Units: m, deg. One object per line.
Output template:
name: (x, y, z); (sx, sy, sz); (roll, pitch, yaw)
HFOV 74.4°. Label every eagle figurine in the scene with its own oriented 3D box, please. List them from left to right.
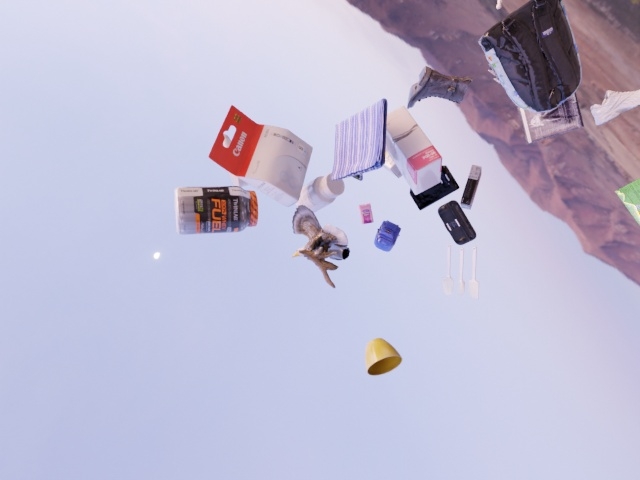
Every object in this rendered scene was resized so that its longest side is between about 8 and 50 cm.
eagle figurine: (-0.011, 0.002, 1.560); (0.225, 0.226, 0.298); (3, -152, 3)

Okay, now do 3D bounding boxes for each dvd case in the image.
dvd case: (0.969, -0.522, 1.784); (0.018, 0.221, 0.164); (-15, -89, -53)

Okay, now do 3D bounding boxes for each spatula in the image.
spatula: (0.628, 0.138, 1.896); (0.019, 0.168, 0.241); (-17, -72, -45)

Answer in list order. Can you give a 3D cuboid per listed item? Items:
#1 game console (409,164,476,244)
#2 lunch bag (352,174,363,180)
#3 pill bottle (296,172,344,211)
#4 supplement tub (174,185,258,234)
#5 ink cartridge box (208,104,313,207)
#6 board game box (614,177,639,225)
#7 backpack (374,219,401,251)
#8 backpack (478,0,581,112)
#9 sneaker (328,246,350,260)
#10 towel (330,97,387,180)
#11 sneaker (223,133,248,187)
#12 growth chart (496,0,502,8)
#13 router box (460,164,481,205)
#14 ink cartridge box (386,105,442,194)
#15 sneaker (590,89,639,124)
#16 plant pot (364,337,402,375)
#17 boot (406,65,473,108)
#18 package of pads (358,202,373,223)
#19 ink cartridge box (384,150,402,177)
game console: (0.552, -0.141, 1.878); (0.044, 0.213, 0.361); (-27, -93, -44)
lunch bag: (0.170, -0.378, 2.187); (0.151, 0.096, 0.129); (56, -171, -12)
pill bottle: (-0.002, -0.211, 1.867); (0.131, 0.229, 0.131); (12, -112, -33)
supplement tub: (-0.451, -0.133, 1.826); (0.338, 0.207, 0.207); (-4, -129, -19)
ink cartridge box: (-0.226, -0.358, 1.717); (0.385, 0.091, 0.308); (32, -126, -28)
board game box: (0.982, -0.072, 1.199); (0.030, 0.136, 0.259); (12, -128, -42)
backpack: (0.287, -0.021, 1.843); (0.098, 0.101, 0.120); (24, -113, 16)
backpack: (0.757, -0.630, 1.491); (0.355, 0.290, 0.273); (55, -168, -3)
sneaker: (0.093, 0.063, 1.929); (0.118, 0.083, 0.222); (30, 177, 29)
towel: (0.133, -0.360, 1.556); (0.040, 0.336, 0.243); (6, -95, -28)
sneaker: (-0.382, -0.402, 2.073); (0.169, 0.108, 0.292); (-19, -102, -27)
growth chart: (0.594, -0.847, 1.256); (0.021, 0.237, 0.171); (12, -112, -4)
router box: (0.678, -0.235, 1.896); (0.046, 0.178, 0.133); (17, -179, 22)
ink cartridge box: (0.352, -0.353, 1.659); (0.283, 0.117, 0.207); (63, -177, 23)
sneaker: (1.233, -0.579, 1.730); (0.115, 0.232, 0.090); (62, -162, 3)
plant pot: (0.213, 0.406, 1.507); (0.134, 0.134, 0.095); (23, -147, -39)
boot: (0.529, -0.658, 1.899); (0.229, 0.263, 0.091); (15, -113, -8)
package of pads: (0.183, -0.109, 1.702); (0.032, 0.050, 0.083); (-92, -10, -74)
ink cartridge box: (0.349, -0.415, 2.012); (0.093, 0.154, 0.212); (34, -168, -42)
